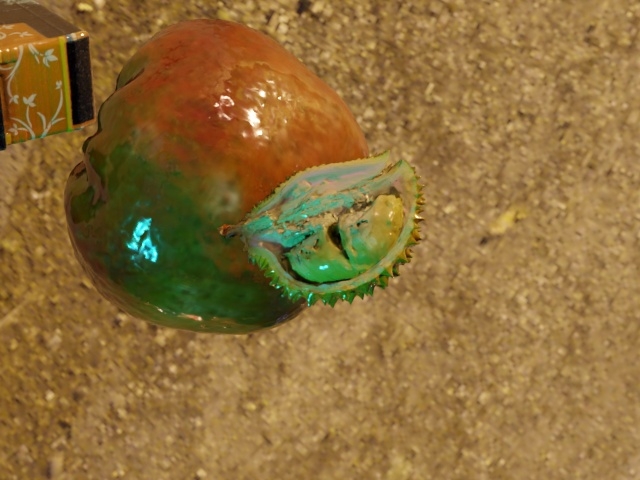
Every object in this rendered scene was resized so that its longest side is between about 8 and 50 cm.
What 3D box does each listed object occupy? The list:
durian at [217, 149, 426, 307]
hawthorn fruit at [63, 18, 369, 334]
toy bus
[{"bbox_3d":[0.000,0.000,1.072,0.102,0.208,0.146,61,31,-59],"label":"durian"},{"bbox_3d":[-0.108,-0.057,1.410,0.403,0.403,0.403,-26,134,-31],"label":"hawthorn fruit"},{"bbox_3d":[-0.473,-0.264,1.662,0.194,0.323,0.162,-18,123,-30],"label":"toy bus"}]
